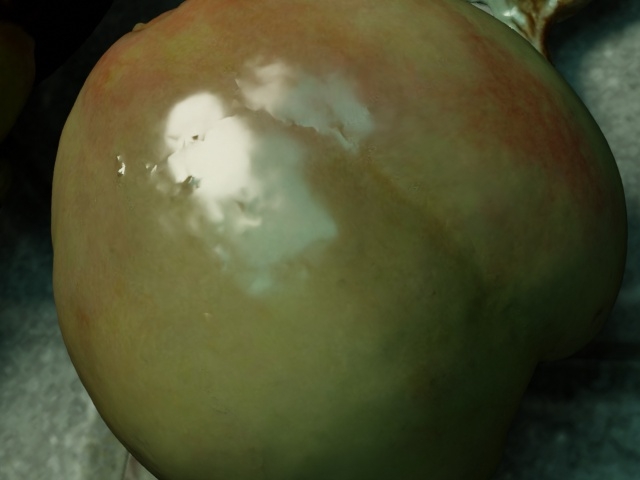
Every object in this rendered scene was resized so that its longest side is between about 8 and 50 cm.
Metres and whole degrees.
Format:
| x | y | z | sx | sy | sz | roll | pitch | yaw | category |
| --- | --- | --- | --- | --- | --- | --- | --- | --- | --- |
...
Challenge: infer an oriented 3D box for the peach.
| x | y | z | sx | sy | sz | roll | pitch | yaw | category |
| --- | --- | --- | --- | --- | --- | --- | --- | --- | --- |
| 0.001 | -0.001 | 0.921 | 0.292 | 0.247 | 0.292 | 0 | 97 | -1 | peach |

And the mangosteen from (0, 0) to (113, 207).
| x | y | z | sx | sy | sz | roll | pitch | yaw | category |
| --- | --- | --- | --- | --- | --- | --- | --- | --- | --- |
| -0.282 | -0.172 | 1.067 | 0.382 | 0.382 | 0.435 | 1 | 103 | 17 | mangosteen |

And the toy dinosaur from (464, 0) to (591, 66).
| x | y | z | sx | sy | sz | roll | pitch | yaw | category |
| --- | --- | --- | --- | --- | --- | --- | --- | --- | --- |
| 0.121 | -0.246 | 1.103 | 0.205 | 0.092 | 0.393 | 22 | 71 | 25 | toy dinosaur |
